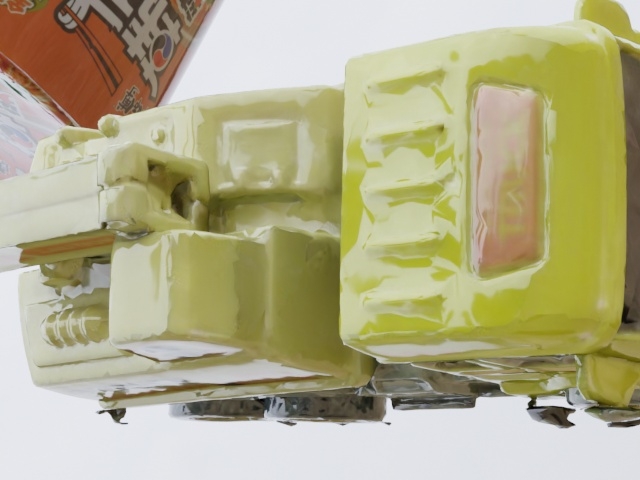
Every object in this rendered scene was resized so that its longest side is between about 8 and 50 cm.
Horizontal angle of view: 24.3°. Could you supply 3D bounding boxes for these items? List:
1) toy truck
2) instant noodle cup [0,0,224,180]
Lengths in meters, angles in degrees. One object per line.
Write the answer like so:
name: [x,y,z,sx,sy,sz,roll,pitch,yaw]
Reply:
toy truck: [0.000,0.000,0.501,0.157,0.272,0.124,12,-104,-50]
instant noodle cup: [-0.184,-0.163,0.974,0.192,0.250,0.250,-58,-24,-18]
